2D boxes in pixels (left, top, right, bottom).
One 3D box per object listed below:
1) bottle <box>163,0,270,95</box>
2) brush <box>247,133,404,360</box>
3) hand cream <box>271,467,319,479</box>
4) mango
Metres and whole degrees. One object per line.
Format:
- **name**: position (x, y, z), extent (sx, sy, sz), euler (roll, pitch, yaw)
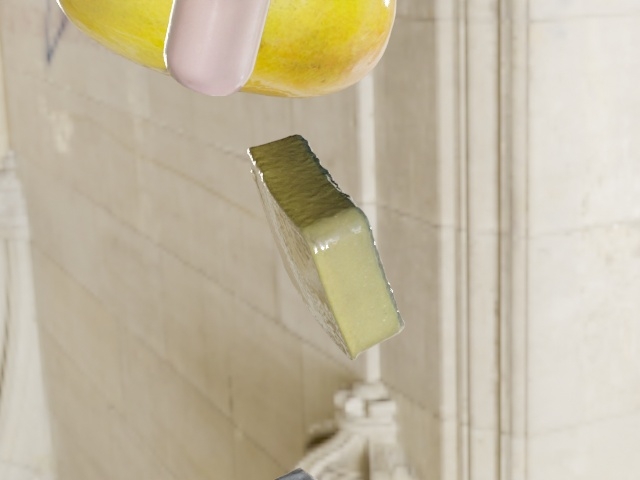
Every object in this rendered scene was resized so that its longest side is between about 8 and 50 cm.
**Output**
- **bottle**: position (-0.050, -0.149, 0.710), extent (0.053, 0.140, 0.053), euler (12, -144, -9)
- **brush**: position (0.000, 0.000, 1.056), extent (0.059, 0.123, 0.197), euler (-22, -150, -9)
- **hand cream**: position (0.016, 0.077, 0.302), extent (0.093, 0.019, 0.030), euler (28, -148, 37)
- **mango**: position (-0.075, -0.215, 1.146), extent (0.317, 0.173, 0.211), euler (0, -165, -26)
